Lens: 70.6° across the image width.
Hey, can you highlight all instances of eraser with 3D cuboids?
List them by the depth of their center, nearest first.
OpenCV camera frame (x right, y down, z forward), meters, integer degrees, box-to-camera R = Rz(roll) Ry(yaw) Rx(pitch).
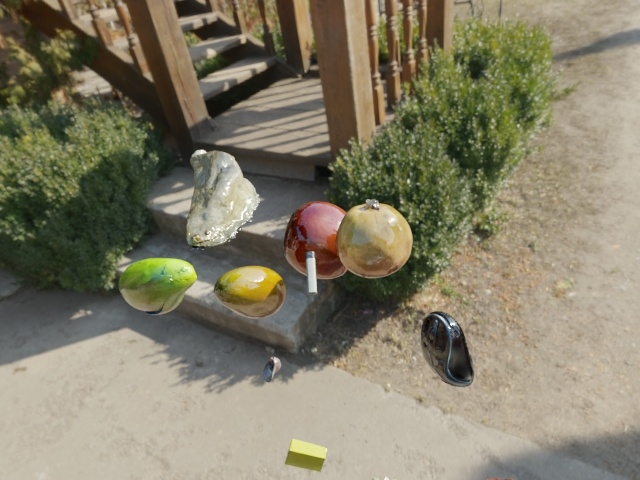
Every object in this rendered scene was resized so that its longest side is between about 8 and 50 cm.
[{"bbox_3d":[-0.048,0.701,1.469,0.123,0.097,0.045,15,36,-1],"label":"eraser"}]

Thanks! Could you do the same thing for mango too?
[{"bbox_3d":[-0.342,0.095,0.956,0.233,0.125,0.111,-13,57,37],"label":"mango"},{"bbox_3d":[-0.172,0.129,1.147,0.152,0.221,0.120,-25,65,8],"label":"mango"}]

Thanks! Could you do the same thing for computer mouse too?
[{"bbox_3d":[0.339,0.307,1.240,0.097,0.233,0.137,-26,17,-20],"label":"computer mouse"}]

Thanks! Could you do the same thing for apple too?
[{"bbox_3d":[0.000,0.000,1.296,0.202,0.218,0.218,18,40,2],"label":"apple"}]

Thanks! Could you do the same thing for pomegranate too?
[{"bbox_3d":[0.127,-0.002,1.082,0.192,0.191,0.191,-7,36,5],"label":"pomegranate"}]

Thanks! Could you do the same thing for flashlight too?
[{"bbox_3d":[-0.018,0.062,0.872,0.019,0.018,0.083,-3,67,-3],"label":"flashlight"}]

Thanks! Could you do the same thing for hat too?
[{"bbox_3d":[-0.163,0.444,1.553,0.058,0.042,0.086,-4,70,50],"label":"hat"}]

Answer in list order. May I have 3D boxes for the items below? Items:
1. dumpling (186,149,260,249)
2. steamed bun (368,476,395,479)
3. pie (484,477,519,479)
[{"bbox_3d":[-0.222,-0.120,1.036,0.166,0.086,0.332,-3,49,-11],"label":"dumpling"},{"bbox_3d":[0.005,0.478,0.679,0.273,0.232,0.166,-22,64,5],"label":"steamed bun"},{"bbox_3d":[0.621,0.812,1.490,0.154,0.153,0.038,-3,70,11],"label":"pie"}]
